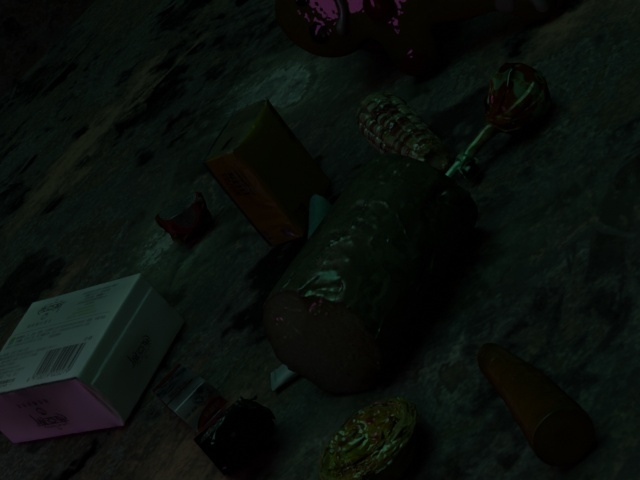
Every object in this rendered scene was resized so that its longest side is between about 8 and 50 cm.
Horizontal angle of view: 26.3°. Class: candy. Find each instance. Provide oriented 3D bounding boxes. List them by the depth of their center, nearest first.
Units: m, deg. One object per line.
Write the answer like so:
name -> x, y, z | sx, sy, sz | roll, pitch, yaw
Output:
candy -> 0.176, -0.103, 1.704 | 0.288, 0.084, 0.078 | -48, 31, 2

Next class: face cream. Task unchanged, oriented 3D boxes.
face cream -> -0.016, 0.141, 1.631 | 0.115, 0.020, 0.038 | -36, 28, 16

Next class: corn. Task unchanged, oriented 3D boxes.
corn -> 0.113, -0.138, 1.828 | 0.079, 0.079, 0.237 | -41, 29, 0

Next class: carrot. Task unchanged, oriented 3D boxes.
carrot -> 0.195, 0.145, 1.317 | 0.061, 0.061, 0.210 | -40, 22, 2

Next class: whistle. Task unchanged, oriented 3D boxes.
whistle -> 0.000, 0.000, 1.802 | 0.039, 0.039, 0.186 | -30, 29, 21

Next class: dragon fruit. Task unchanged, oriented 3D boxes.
dragon fruit -> -0.204, -0.029, 2.084 | 0.083, 0.060, 0.056 | -30, 28, -1

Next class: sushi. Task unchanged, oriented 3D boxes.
sushi -> -0.096, 0.214, 1.552 | 0.084, 0.056, 0.083 | -41, -9, -12

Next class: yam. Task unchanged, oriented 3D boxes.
yam -> 0.058, 0.028, 1.559 | 0.161, 0.161, 0.268 | -3, 43, 50

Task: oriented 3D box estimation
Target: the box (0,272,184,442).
box -> -0.342, 0.167, 1.914 | 0.260, 0.111, 0.194 | -16, 35, 43

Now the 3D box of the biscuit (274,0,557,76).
biscuit -> 0.119, -0.367, 1.939 | 0.432, 0.283, 0.064 | -13, 18, 27

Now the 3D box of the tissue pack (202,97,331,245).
tissue pack -> -0.071, -0.094, 1.894 | 0.082, 0.169, 0.120 | -11, 38, 39

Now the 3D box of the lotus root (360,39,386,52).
lotus root -> 0.107, -0.408, 2.122 | 0.272, 0.192, 0.272 | -21, 25, 10

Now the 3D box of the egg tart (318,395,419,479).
egg tart -> 0.055, 0.214, 1.399 | 0.128, 0.049, 0.129 | -35, 22, 16

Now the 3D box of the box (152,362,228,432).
box -> -0.160, 0.188, 1.658 | 0.055, 0.039, 0.218 | -46, 10, -10
